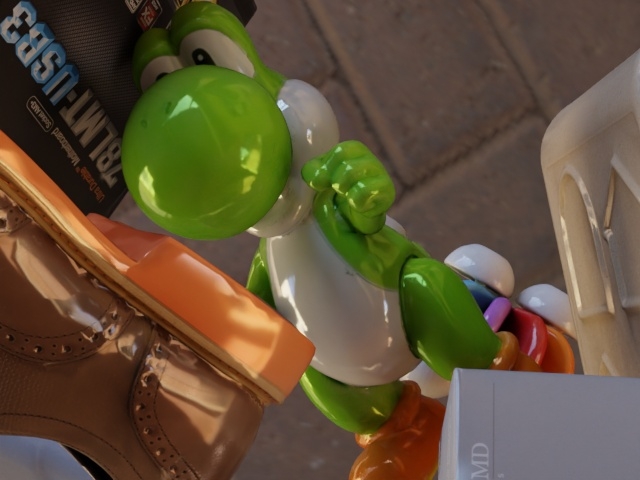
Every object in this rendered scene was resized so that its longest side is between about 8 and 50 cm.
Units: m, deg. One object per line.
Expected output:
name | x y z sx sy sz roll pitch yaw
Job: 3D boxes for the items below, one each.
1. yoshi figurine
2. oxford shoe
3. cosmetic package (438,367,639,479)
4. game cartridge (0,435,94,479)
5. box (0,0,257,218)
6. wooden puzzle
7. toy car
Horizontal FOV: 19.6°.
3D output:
yoshi figurine | -0.016 0.014 1.221 0.203 0.203 0.362 -38 97 -15
oxford shoe | -0.173 0.011 0.790 0.363 0.130 0.133 33 82 -20
cosmetic package | 0.178 0.145 0.953 0.238 0.107 0.127 3 58 -3
game cartridge | -0.198 0.197 1.128 0.198 0.062 0.297 20 130 13
box | -0.177 -0.124 1.238 0.073 0.295 0.293 27 74 21
wooden puzzle | 0.231 0.056 1.250 0.080 0.322 0.348 -6 86 -4
toy car | 0.167 0.100 1.821 0.182 0.136 0.159 31 89 -1
